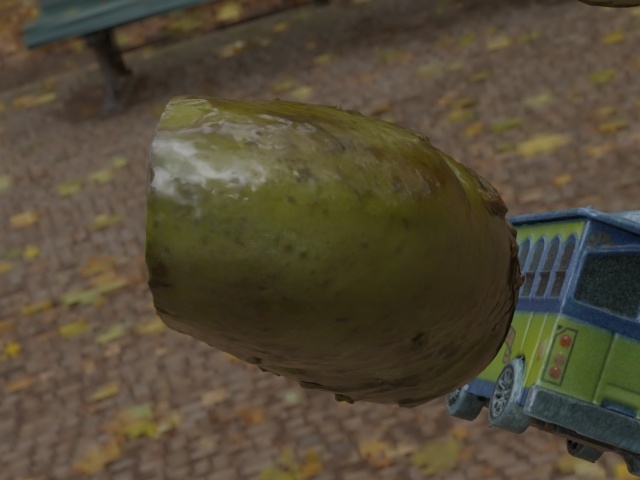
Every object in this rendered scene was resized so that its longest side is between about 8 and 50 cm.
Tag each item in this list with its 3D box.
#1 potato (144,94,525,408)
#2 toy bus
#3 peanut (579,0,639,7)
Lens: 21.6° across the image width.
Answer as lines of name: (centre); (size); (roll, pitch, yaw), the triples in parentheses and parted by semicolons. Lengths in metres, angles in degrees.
potato: (0.000, 0.000, 0.850); (0.176, 0.141, 0.298); (-7, -20, 25)
toy bus: (0.208, 0.077, 1.367); (0.152, 0.190, 0.312); (18, -5, -9)
peanut: (0.235, -0.191, 0.958); (0.263, 0.117, 0.101); (-11, 18, -30)
